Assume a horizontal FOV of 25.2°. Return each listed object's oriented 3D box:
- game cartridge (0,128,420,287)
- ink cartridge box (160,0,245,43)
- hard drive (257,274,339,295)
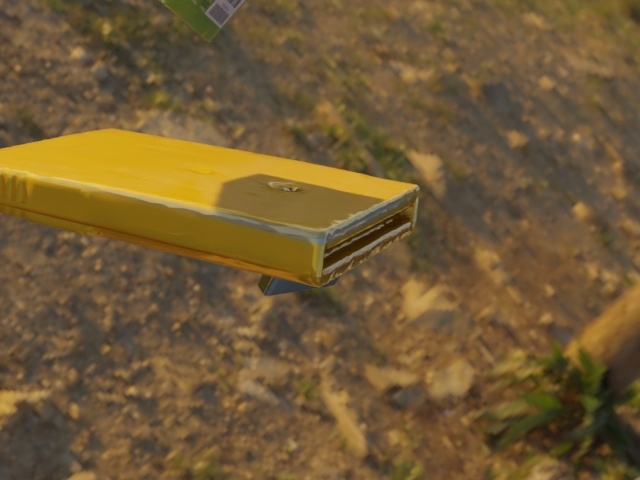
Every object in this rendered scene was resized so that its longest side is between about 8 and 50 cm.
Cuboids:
[{"bbox_3d":[-0.104,-0.037,1.234,0.324,0.052,0.285,11,12,18],"label":"game cartridge"},{"bbox_3d":[-0.196,-0.338,1.486,0.255,0.097,0.189,42,3,11],"label":"ink cartridge box"},{"bbox_3d":[0.000,0.000,1.457,0.094,0.135,0.022,-8,52,-36],"label":"hard drive"}]
